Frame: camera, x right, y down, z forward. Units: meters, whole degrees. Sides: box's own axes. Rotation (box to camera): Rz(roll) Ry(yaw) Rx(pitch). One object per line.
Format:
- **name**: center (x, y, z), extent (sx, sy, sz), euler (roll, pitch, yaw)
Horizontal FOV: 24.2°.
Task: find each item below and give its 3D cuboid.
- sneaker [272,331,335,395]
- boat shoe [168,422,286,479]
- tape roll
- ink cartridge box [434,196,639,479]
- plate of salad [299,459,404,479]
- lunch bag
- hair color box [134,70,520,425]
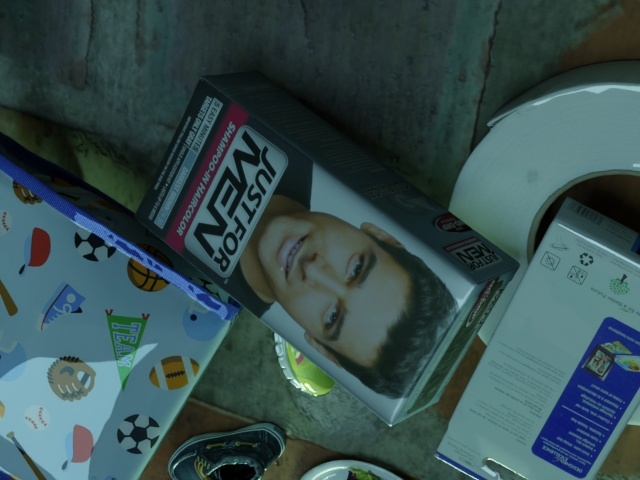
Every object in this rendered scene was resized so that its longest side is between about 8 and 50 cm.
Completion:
- **sneaker**: center (-0.003, 0.086, 1.706), extent (0.094, 0.081, 0.208), euler (-2, 115, 23)
- **boat shoe**: center (-0.133, 0.282, 1.867), extent (0.183, 0.083, 0.065), euler (-23, 105, 32)
- **tape roll**: center (0.318, 0.008, 1.524), extent (0.392, 0.072, 0.392), euler (11, 120, 20)
- **ink cartridge box**: center (0.253, 0.130, 1.539), extent (0.165, 0.065, 0.333), euler (29, 123, 8)
- **plate of salad**: center (0.051, 0.360, 1.847), extent (0.200, 0.048, 0.200), euler (11, 119, 20)
- **lunch bag**: center (-0.321, 0.094, 1.706), extent (0.385, 0.239, 0.328), euler (31, 94, -1)
- **hair color box**: center (0.000, 0.000, 1.568), extent (0.374, 0.113, 0.185), euler (37, 115, 20)
